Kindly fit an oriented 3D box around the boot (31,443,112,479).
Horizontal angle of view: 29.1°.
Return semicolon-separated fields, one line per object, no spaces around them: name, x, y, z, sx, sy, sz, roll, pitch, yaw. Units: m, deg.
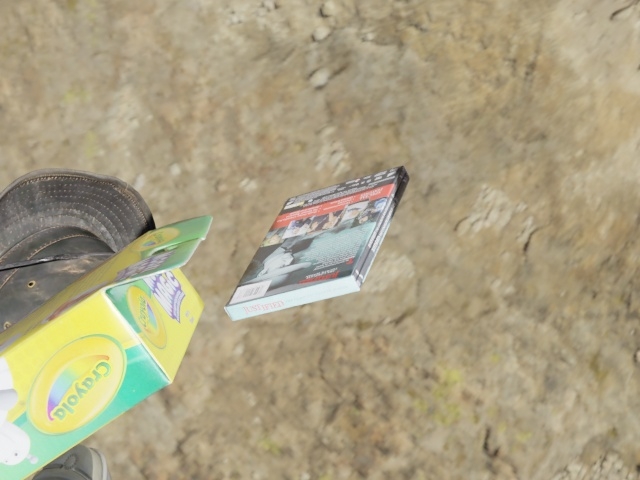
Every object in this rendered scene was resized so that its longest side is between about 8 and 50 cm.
boot;-0.114;0.246;0.815;0.076;0.208;0.189;2;73;45

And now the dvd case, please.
dvd case;0.000;0.000;0.735;0.087;0.119;0.013;-15;116;28

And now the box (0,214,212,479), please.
box;-0.110;0.056;0.448;0.179;0.105;0.043;-35;99;8

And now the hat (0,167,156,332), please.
hat;-0.258;0.099;1.239;0.134;0.331;0.331;33;119;34
